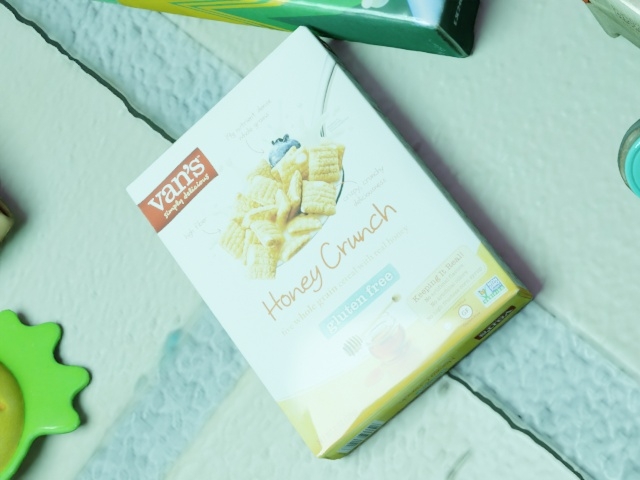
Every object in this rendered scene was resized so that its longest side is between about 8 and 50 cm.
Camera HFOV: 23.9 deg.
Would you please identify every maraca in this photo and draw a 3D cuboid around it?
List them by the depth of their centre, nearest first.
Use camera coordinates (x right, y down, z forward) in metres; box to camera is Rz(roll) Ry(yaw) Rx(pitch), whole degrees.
[{"bbox_3d":[-0.254,0.123,1.057,0.185,0.099,0.127,-30,72,-14],"label":"maraca"}]

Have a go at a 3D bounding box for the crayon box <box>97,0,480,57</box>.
[{"bbox_3d":[-0.036,-0.253,1.045,0.323,0.083,0.203,11,85,22],"label":"crayon box"}]

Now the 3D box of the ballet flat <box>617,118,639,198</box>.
[{"bbox_3d":[0.316,-0.051,0.874,0.280,0.096,0.095,5,123,12],"label":"ballet flat"}]

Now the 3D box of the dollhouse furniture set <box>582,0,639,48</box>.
[{"bbox_3d":[0.271,-0.217,0.889,0.262,0.135,0.259,41,94,22],"label":"dollhouse furniture set"}]

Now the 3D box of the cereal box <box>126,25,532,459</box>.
[{"bbox_3d":[0.000,0.000,1.005,0.173,0.047,0.240,-42,70,10],"label":"cereal box"}]

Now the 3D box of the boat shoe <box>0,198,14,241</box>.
[{"bbox_3d":[-0.332,-0.102,1.120,0.120,0.122,0.324,-36,78,6],"label":"boat shoe"}]
